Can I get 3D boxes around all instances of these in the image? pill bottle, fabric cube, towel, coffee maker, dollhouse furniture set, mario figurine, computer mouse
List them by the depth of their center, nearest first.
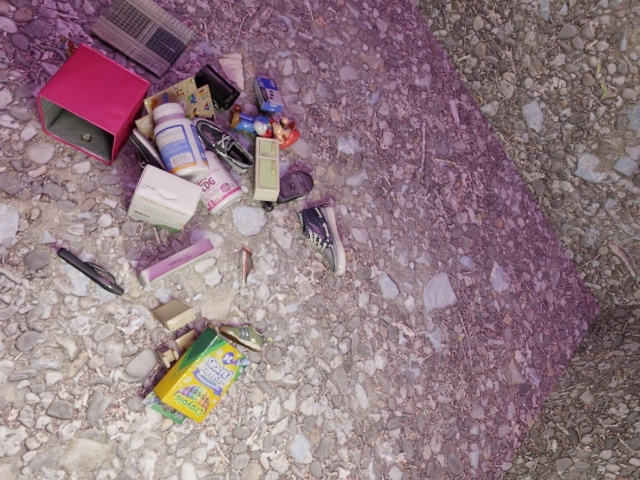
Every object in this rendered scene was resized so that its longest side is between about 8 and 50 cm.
[{"bbox_3d":[-0.805,-0.477,1.533,0.254,0.259,0.257,27,62,-19],"label":"fabric cube"},{"bbox_3d":[-0.518,-0.354,1.568,0.153,0.152,0.271,-17,84,-32],"label":"pill bottle"},{"bbox_3d":[-0.502,0.354,1.568,0.212,0.161,0.241,-29,114,-32],"label":"dollhouse furniture set"},{"bbox_3d":[-0.458,-0.259,1.724,0.160,0.160,0.283,-40,96,-32],"label":"pill bottle"},{"bbox_3d":[-0.747,-0.882,1.811,0.324,0.056,0.311,33,65,-20],"label":"towel"},{"bbox_3d":[-0.445,-0.666,1.842,0.178,0.171,0.120,39,77,-13],"label":"coffee maker"},{"bbox_3d":[-0.235,-0.536,1.926,0.321,0.170,0.197,14,72,-24],"label":"mario figurine"},{"bbox_3d":[-0.163,-0.239,1.947,0.273,0.072,0.188,-17,84,-22],"label":"computer mouse"}]

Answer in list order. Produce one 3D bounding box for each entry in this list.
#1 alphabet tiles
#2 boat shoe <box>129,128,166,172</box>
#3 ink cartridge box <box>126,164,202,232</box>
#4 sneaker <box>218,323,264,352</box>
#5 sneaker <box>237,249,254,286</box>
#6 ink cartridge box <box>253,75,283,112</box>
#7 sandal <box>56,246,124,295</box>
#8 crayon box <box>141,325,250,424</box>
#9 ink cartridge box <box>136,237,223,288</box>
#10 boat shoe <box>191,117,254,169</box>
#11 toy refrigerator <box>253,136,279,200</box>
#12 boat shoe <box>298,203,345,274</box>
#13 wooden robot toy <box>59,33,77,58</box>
[{"bbox_3d":[-0.559,-0.472,1.694,0.011,0.284,0.342,29,54,27],"label":"alphabet tiles"},{"bbox_3d":[-0.623,-0.277,1.610,0.091,0.114,0.302,-34,124,-1],"label":"boat shoe"},{"bbox_3d":[-0.572,-0.142,1.557,0.202,0.278,0.116,23,67,-23],"label":"ink cartridge box"},{"bbox_3d":[-0.307,0.366,1.696,0.192,0.064,0.086,34,55,-18],"label":"sneaker"},{"bbox_3d":[-0.302,0.117,1.769,0.065,0.061,0.157,12,71,-33],"label":"sneaker"},{"bbox_3d":[-0.244,-0.679,1.985,0.097,0.046,0.206,2,49,-29],"label":"ink cartridge box"},{"bbox_3d":[-0.782,0.101,1.475,0.255,0.097,0.054,41,60,-13],"label":"sandal"},{"bbox_3d":[-0.424,0.491,1.494,0.323,0.083,0.203,-50,131,-17],"label":"crayon box"},{"bbox_3d":[-0.512,0.072,1.553,0.275,0.239,0.060,-31,93,-33],"label":"ink cartridge box"},{"bbox_3d":[-0.403,-0.402,1.785,0.301,0.102,0.108,42,67,-33],"label":"boat shoe"},{"bbox_3d":[-0.235,-0.312,1.850,0.103,0.094,0.269,5,64,-15],"label":"toy refrigerator"},{"bbox_3d":[0.000,0.000,1.948,0.158,0.127,0.339,-6,71,-24],"label":"boat shoe"},{"bbox_3d":[-0.927,-0.717,1.645,0.079,0.076,0.173,-32,93,-43],"label":"wooden robot toy"}]
